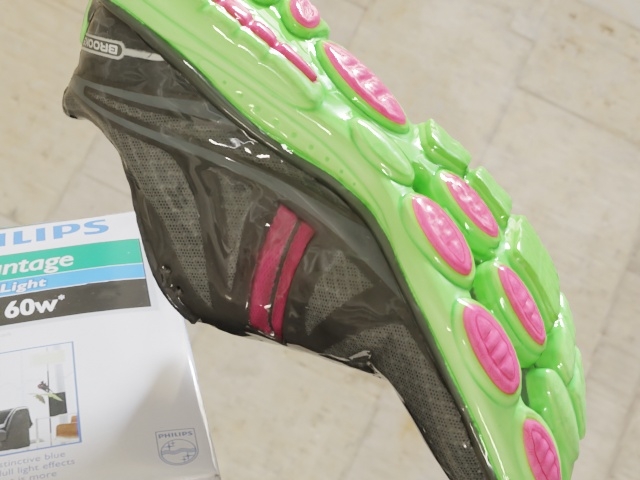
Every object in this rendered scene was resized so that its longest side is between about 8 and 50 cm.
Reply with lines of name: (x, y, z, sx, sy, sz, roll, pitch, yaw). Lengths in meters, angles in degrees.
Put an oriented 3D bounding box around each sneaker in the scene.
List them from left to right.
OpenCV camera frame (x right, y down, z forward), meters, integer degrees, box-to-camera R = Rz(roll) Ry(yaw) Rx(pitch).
sneaker: (0.000, 0.000, 0.872, 0.202, 0.483, 0.185, -48, -15, 32)

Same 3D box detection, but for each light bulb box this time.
light bulb box: (-0.208, 0.219, 1.031, 0.361, 0.225, 0.358, -112, 18, -55)
